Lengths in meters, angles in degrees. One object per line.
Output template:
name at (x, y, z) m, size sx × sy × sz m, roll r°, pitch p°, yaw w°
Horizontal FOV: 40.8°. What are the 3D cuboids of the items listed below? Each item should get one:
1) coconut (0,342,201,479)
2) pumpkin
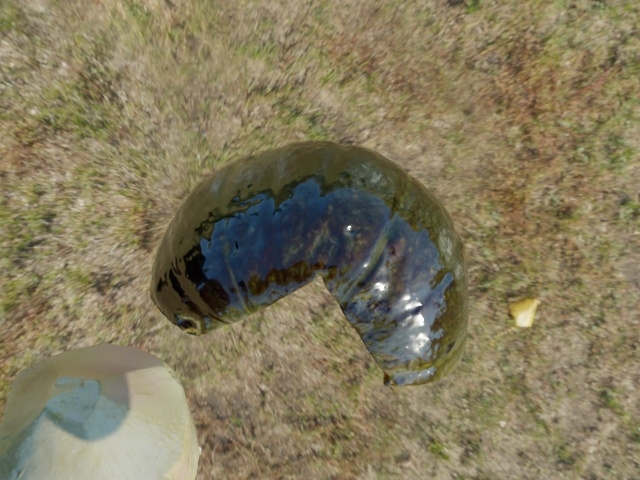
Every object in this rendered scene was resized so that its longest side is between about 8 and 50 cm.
coconut at (-0.233, 0.222, 0.903) m, size 0.198 × 0.237 × 0.236 m, roll 9°, pitch 90°, yaw 3°
pumpkin at (0.000, 0.000, 0.476) m, size 0.184 × 0.119 × 0.107 m, roll 10°, pitch 123°, yaw 1°
